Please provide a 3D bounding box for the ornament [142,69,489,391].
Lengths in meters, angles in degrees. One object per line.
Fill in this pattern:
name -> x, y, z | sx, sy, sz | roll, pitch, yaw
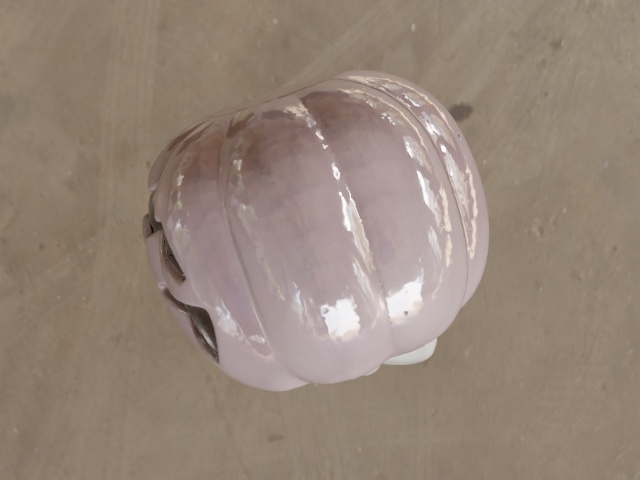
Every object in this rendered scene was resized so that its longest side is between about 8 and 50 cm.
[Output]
ornament -> 0.000, 0.000, 0.570 | 0.177, 0.177, 0.177 | -1, 64, 2
